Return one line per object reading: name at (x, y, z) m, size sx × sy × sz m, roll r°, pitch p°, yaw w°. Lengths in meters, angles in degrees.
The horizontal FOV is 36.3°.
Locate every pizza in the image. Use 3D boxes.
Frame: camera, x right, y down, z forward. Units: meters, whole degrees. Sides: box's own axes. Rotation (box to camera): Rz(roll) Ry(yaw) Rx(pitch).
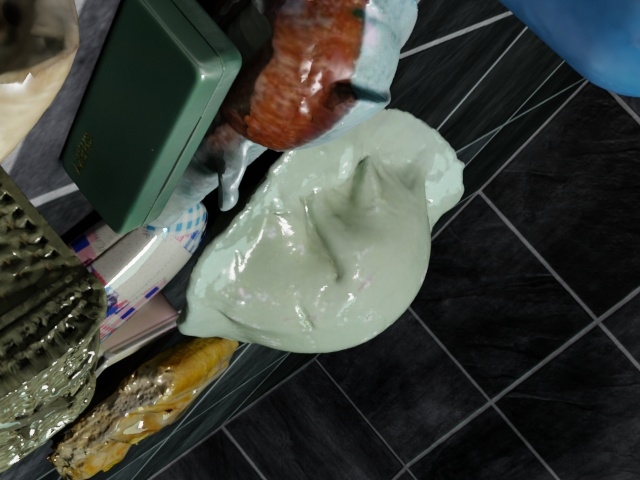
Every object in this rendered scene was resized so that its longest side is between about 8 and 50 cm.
pizza at (-0.228, 0.211, 1.144) m, size 0.297 × 0.071 × 0.189 m, roll -38°, pitch 176°, yaw 18°

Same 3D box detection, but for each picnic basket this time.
picnic basket at (-0.232, 0.067, 0.669) m, size 0.134 × 0.154 × 0.196 m, roll -35°, pitch 170°, yaw -27°

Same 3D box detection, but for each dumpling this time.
dumpling at (-0.013, -0.008, 1.098) m, size 0.211 × 0.270 × 0.321 m, roll -3°, pitch -131°, yaw 47°

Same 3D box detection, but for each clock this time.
clock at (-0.262, 0.140, 1.123) m, size 0.192 × 0.071 × 0.147 m, roll -47°, pitch 169°, yaw 31°

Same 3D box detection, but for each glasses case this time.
glasses case at (-0.119, -0.084, 0.659) m, size 0.039 × 0.078 × 0.184 m, roll -31°, pitch 166°, yaw -41°
glasses case at (-0.236, 0.068, 0.886) m, size 0.327 × 0.076 × 0.125 m, roll -40°, pitch 167°, yaw -5°

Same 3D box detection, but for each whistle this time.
whistle at (-0.050, -0.106, 0.704) m, size 0.133 × 0.142 × 0.346 m, roll -19°, pitch 169°, yaw -44°

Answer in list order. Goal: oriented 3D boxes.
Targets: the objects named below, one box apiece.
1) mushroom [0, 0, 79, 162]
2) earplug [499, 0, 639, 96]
mushroom at (-0.195, -0.031, 0.268) m, size 0.189 × 0.195 × 0.253 m, roll -42°, pitch 168°, yaw 31°
earplug at (0.113, -0.188, 0.506) m, size 0.132 × 0.273 × 0.132 m, roll -39°, pitch 169°, yaw -9°
